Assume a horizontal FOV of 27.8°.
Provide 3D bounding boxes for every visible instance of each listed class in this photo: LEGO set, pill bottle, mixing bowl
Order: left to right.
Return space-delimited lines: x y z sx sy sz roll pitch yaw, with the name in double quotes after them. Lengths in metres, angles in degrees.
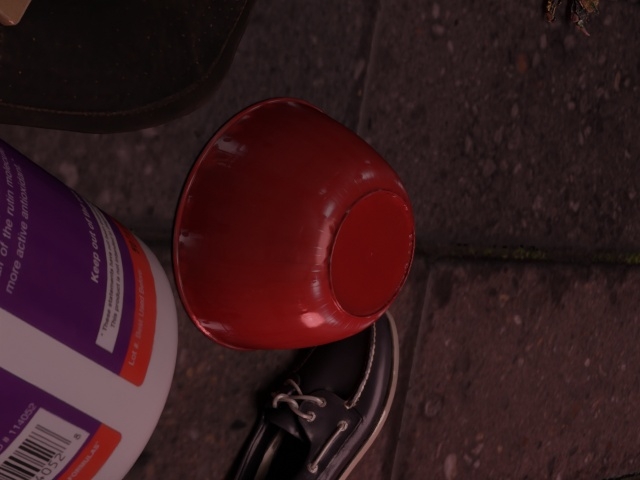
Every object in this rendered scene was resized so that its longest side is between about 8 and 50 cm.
-0.220 0.008 0.563 0.323 0.181 0.181 41 71 -47 "pill bottle"
0.000 0.000 0.875 0.181 0.098 0.181 -20 117 -44 "mixing bowl"
0.222 -0.209 1.124 0.083 0.023 0.054 10 92 -36 "LEGO set"

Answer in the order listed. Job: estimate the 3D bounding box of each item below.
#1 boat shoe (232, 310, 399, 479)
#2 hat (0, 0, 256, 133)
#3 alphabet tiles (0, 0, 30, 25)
-0.009 0.134 0.926 0.065 0.075 0.206 32 82 -52 "boat shoe"
-0.165 -0.197 0.587 0.331 0.134 0.331 -1 91 -48 "hat"
-0.168 -0.257 0.477 0.285 0.011 0.343 42 59 -41 "alphabet tiles"
